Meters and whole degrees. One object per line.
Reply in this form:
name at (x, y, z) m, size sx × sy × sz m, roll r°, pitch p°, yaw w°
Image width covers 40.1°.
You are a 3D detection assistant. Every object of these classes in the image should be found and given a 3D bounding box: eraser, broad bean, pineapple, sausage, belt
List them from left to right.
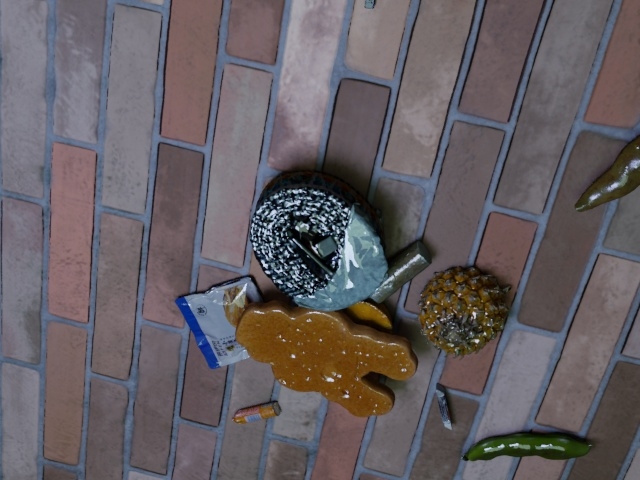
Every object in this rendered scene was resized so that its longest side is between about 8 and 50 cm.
sausage at (-0.136, 0.356, 1.801) m, size 0.107 × 0.031 × 0.031 m, roll -16°, pitch 113°, yaw 19°
belt at (0.000, 0.000, 1.526) m, size 0.257 × 0.150 × 0.207 m, roll 43°, pitch 107°, yaw -13°
eraser at (0.242, 0.324, 1.710) m, size 0.019 × 0.027 × 0.099 m, roll -9°, pitch 114°, yaw 14°
pineapple at (0.249, 0.145, 1.553) m, size 0.161 × 0.137 × 0.176 m, roll 38°, pitch 119°, yaw -9°
broad bean at (0.398, 0.403, 1.708) m, size 0.255 × 0.046 × 0.065 m, roll -7°, pitch 122°, yaw 16°

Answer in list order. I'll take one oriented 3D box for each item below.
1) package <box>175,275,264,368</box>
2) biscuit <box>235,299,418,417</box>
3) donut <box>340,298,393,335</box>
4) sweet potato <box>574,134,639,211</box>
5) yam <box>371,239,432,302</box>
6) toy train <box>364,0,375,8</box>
package at (-0.176, 0.163, 1.711) m, size 0.173 × 0.027 × 0.171 m, roll -19°, pitch 111°, yaw 16°
biscuit at (0.006, 0.206, 1.619) m, size 0.334 × 0.047 × 0.202 m, roll 22°, pitch 120°, yaw -3°
donut at (0.063, 0.161, 1.645) m, size 0.152 × 0.058 × 0.152 m, roll 4°, pitch 118°, yaw 8°
sweet potato at (0.517, -0.136, 1.398) m, size 0.067 × 0.067 × 0.274 m, roll 41°, pitch 117°, yaw -11°
yam at (0.141, 0.057, 1.579) m, size 0.054 × 0.054 × 0.132 m, roll 44°, pitch 115°, yaw -12°
toy train at (0.084, -0.405, 1.372) m, size 0.017 × 0.017 × 0.083 m, roll 12°, pitch 119°, yaw 2°
